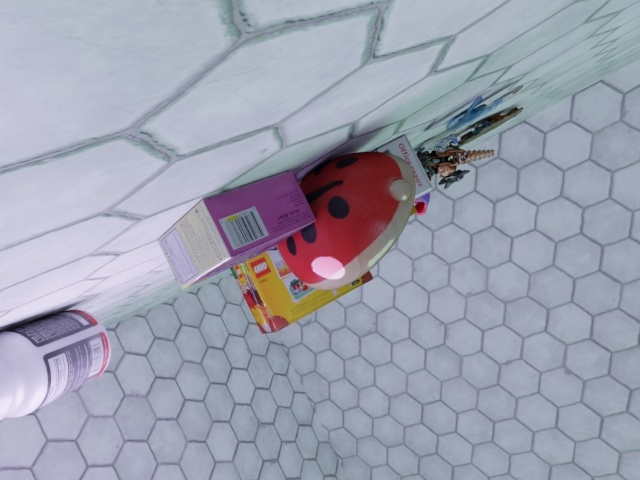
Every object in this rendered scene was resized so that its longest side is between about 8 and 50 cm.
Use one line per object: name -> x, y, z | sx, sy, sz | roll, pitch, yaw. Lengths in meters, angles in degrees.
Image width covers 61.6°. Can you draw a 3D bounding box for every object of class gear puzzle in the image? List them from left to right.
gear puzzle -> 0.665, -0.456, 2.040 | 0.339, 0.044, 0.175 | -29, 179, -30

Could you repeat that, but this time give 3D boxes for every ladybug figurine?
ladybug figurine -> 0.030, -0.054, 1.179 | 0.162, 0.305, 0.449 | 23, 152, -24

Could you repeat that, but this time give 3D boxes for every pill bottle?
pill bottle -> -0.722, 0.311, 1.345 | 0.210, 0.210, 0.363 | -27, 178, 17

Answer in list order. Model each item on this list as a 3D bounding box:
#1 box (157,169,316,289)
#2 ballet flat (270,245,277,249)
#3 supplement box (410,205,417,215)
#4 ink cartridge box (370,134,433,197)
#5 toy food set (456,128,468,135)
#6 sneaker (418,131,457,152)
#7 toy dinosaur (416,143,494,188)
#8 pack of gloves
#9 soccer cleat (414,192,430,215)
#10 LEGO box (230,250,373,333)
box -> -0.172, -0.019, 1.080 | 0.213, 0.117, 0.243 | -25, 179, -40
ballet flat -> -0.122, -0.019, 2.077 | 0.280, 0.095, 0.096 | -26, 141, 7
supplement box -> 0.144, -0.120, 1.572 | 0.129, 0.194, 0.191 | -25, 178, -26
ink cartridge box -> 0.157, -0.150, 1.386 | 0.218, 0.158, 0.092 | -27, 178, 1
toy food set -> 0.445, -0.358, 1.850 | 0.122, 0.019, 0.078 | -25, 178, -30
sneaker -> 0.385, -0.311, 1.738 | 0.135, 0.058, 0.052 | -26, 179, -1
toy dinosaur -> 0.424, -0.262, 1.855 | 0.322, 0.164, 0.218 | 16, -171, 25
pack of gloves -> 0.394, -0.344, 1.418 | 0.232, 0.046, 0.195 | -23, -167, 47
soccer cleat -> 0.283, -0.175, 1.774 | 0.108, 0.116, 0.318 | -6, 164, 32
LEGO box -> -0.087, 0.110, 2.244 | 0.500, 0.372, 0.193 | -25, 179, -26
